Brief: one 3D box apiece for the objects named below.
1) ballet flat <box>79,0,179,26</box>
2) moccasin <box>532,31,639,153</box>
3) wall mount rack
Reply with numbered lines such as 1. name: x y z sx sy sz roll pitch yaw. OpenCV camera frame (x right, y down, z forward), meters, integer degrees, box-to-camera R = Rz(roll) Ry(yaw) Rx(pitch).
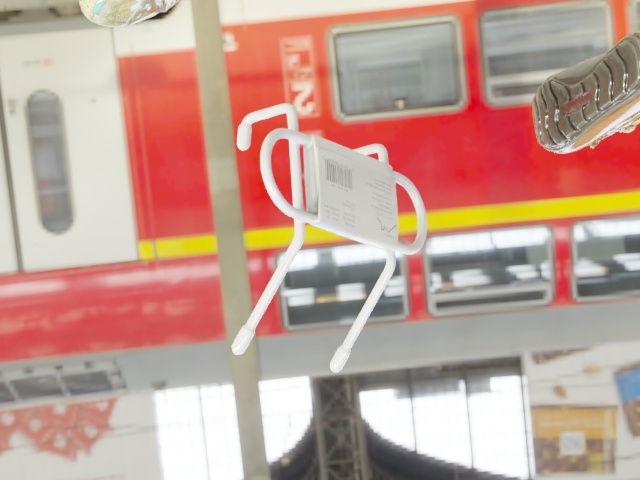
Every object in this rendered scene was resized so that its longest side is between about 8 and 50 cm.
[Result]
1. ballet flat: -0.299 -0.390 1.784 0.123 0.123 0.348 -5 -167 7
2. moccasin: 0.450 -0.229 1.755 0.147 0.139 0.380 -5 165 -20
3. wall mount rack: 0.000 0.000 1.449 0.130 0.304 0.350 -14 161 36
